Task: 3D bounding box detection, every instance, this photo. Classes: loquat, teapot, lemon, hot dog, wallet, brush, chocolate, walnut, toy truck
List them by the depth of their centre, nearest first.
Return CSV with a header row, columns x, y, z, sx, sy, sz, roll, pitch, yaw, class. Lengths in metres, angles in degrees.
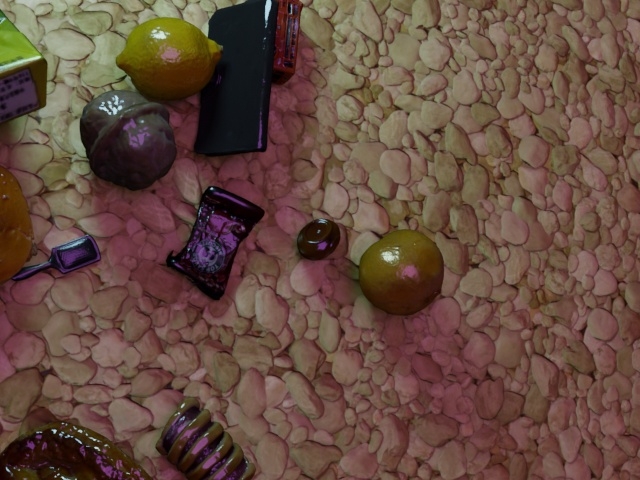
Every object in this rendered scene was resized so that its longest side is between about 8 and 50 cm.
x,y,z,sx,sy,sz,roll,pitch,yaw,class
-0.460,0.527,1.622,0.387,0.174,0.267,47,68,-8,hot dog
-0.723,-0.326,1.652,0.301,0.137,0.289,-29,52,-24,chocolate
-0.561,0.046,1.769,0.193,0.016,0.063,-23,87,-25,brush
-0.406,-0.216,1.780,0.224,0.224,0.224,5,77,-22,walnut
-0.336,-0.404,1.870,0.244,0.187,0.186,-14,85,-27,lemon
-0.193,-0.375,1.926,0.051,0.197,0.377,23,69,-57,wallet
0.191,0.074,1.978,0.208,0.208,0.208,5,77,-22,loquat
0.000,0.000,1.986,0.098,0.078,0.129,16,52,22,teapot
-0.109,-0.513,2.028,0.114,0.107,0.252,11,76,-21,toy truck

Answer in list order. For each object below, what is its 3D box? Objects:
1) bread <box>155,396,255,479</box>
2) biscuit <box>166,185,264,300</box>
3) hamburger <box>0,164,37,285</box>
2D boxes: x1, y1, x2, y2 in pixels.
x,y,z,sx,sy,sz,roll,pitch,yaw,class
-0.245,0.450,1.779,0.225,0.081,0.134,48,67,-7,bread
-0.240,0.001,1.887,0.151,0.063,0.235,29,72,-14,biscuit
-0.721,-0.027,1.637,0.314,0.170,0.289,-5,87,-25,hamburger
